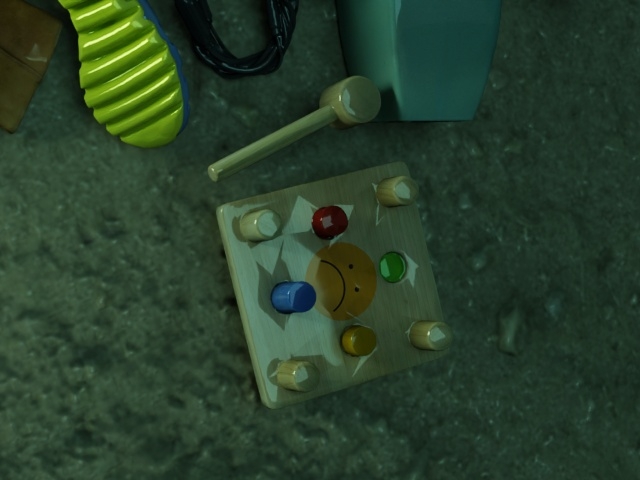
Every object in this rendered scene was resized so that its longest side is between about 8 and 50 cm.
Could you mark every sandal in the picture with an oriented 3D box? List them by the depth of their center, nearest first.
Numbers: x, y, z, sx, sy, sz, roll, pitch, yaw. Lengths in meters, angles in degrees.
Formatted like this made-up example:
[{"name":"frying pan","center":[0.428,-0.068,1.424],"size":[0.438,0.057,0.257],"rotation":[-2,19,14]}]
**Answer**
[{"name":"sandal","center":[-0.230,-0.259,1.549],"size":[0.126,0.138,0.317],"rotation":[-13,112,17]}]

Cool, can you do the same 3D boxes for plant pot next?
[{"name":"plant pot","center":[0.120,-0.264,1.685],"size":[0.165,0.165,0.234],"rotation":[-2,94,-24]}]

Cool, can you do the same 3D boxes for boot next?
[{"name":"boot","center":[-0.452,-0.198,1.475],"size":[0.280,0.096,0.264],"rotation":[34,72,-34]}]

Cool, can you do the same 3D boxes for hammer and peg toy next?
[{"name":"hammer and peg toy","center":[0.000,0.000,1.634],"size":[0.266,0.127,0.361],"rotation":[-16,94,-22]}]

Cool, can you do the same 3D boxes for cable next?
[{"name":"cable","center":[-0.095,-0.283,1.632],"size":[0.150,0.047,0.184],"rotation":[-42,123,-18]}]
